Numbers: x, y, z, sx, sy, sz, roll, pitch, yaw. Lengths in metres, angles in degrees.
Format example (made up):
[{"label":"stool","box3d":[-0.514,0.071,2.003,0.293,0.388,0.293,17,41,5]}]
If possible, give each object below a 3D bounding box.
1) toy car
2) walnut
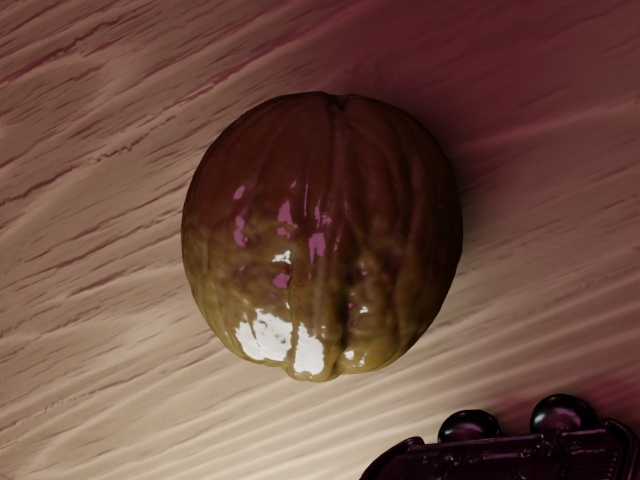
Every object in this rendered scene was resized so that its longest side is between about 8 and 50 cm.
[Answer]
[{"label":"toy car","box3d":[0.202,0.334,1.616,0.341,0.271,0.240,-9,111,26]},{"label":"walnut","box3d":[0.000,0.000,1.640,0.333,0.333,0.332,4,99,25]}]
